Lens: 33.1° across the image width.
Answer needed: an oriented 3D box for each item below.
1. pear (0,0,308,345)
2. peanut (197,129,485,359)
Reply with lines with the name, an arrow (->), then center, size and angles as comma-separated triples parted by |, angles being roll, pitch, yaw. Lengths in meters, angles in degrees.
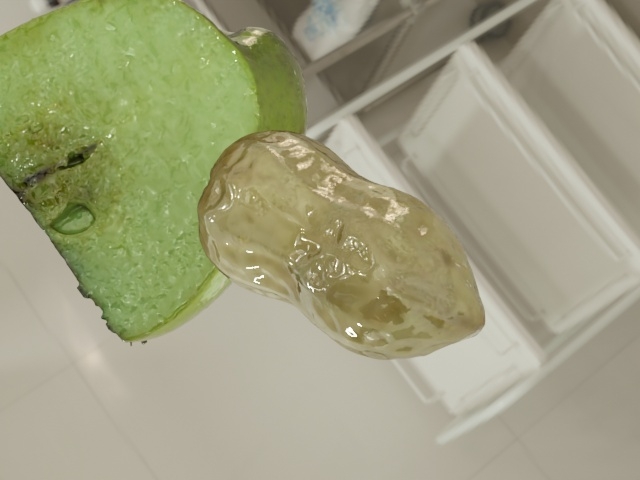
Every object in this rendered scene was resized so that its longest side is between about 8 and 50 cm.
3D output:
pear -> -0.135, -0.087, 0.905 | 0.292, 0.292, 0.159 | 54, -170, 4
peanut -> 0.000, 0.000, 0.709 | 0.257, 0.124, 0.123 | 32, 147, 49
